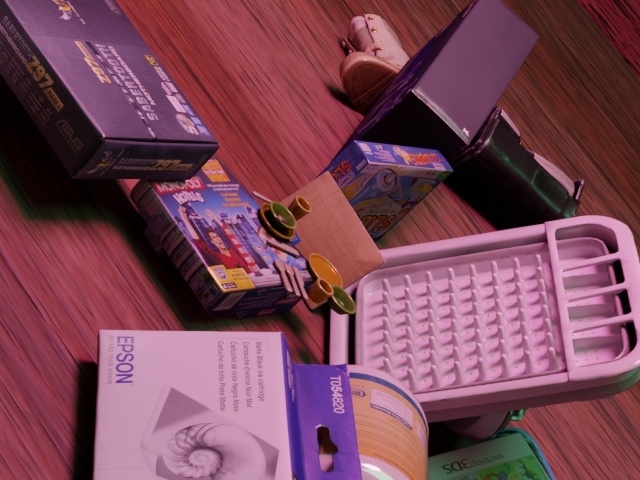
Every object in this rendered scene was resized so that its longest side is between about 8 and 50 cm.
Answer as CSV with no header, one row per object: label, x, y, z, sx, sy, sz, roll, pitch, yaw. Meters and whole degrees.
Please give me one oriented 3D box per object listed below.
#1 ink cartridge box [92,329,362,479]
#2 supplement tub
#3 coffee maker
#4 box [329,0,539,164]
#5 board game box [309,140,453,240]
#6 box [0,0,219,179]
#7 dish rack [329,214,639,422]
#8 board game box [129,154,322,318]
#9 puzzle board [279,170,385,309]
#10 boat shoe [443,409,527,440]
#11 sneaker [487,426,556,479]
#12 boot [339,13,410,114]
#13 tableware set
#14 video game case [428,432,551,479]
ink cartridge box,-0.076,0.158,1.459,0.224,0.045,0.223,1,37,-7
supplement tub,0.023,0.218,1.560,0.144,0.144,0.199,40,25,-18
coffee maker,0.265,-0.077,2.451,0.178,0.120,0.171,40,26,-15
box,0.146,-0.177,2.229,0.103,0.184,0.261,45,44,-9
board game box,0.053,-0.055,2.039,0.201,0.136,0.035,0,51,-58
box,-0.225,-0.160,1.705,0.232,0.059,0.183,53,27,20
dish rack,0.178,0.095,1.867,0.285,0.333,0.072,-88,168,-56
board game box,-0.115,-0.013,1.788,0.194,0.060,0.194,54,25,17
puzzle board,0.000,0.000,1.924,0.128,0.096,0.011,58,4,23
boat shoe,0.200,0.152,2.002,0.105,0.113,0.306,36,13,-12
sneaker,0.243,0.289,1.933,0.188,0.067,0.078,50,32,16
boot,0.071,-0.248,2.441,0.213,0.077,0.165,24,33,-52
tableware set,-0.012,0.010,1.821,0.104,0.024,0.154,27,31,-40
video game case,0.194,0.303,1.807,0.193,0.023,0.212,-8,58,-44
